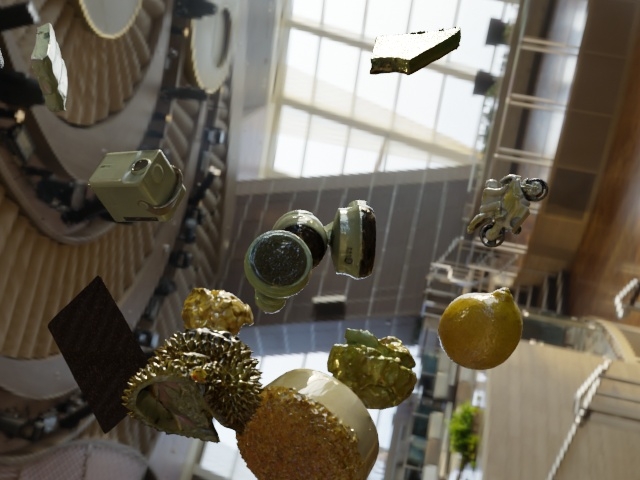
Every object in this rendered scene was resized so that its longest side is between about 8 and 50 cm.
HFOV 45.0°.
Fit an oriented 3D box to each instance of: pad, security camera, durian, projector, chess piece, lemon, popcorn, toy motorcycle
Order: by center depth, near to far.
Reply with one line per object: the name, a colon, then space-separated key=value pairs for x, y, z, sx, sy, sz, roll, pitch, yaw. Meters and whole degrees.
durian: x=-0.170 y=0.189 z=1.089 sx=0.237 sy=0.194 sz=0.137 roll=120 pitch=162 yaw=-60
chess piece: x=-0.102 y=0.095 z=1.649 sx=0.271 sy=0.139 sz=0.139 roll=110 pitch=175 yaw=-62
lemon: x=0.377 y=0.210 z=1.824 sx=0.244 sy=0.187 sz=0.187 roll=-55 pitch=7 yaw=33
popcorn: x=0.126 y=0.314 z=1.864 sx=0.183 sy=0.221 sz=0.204 roll=-67 pitch=23 yaw=-1
popcorn: x=-0.257 y=0.184 z=1.874 sx=0.140 sy=0.163 sz=0.194 roll=49 pitch=-177 yaw=-28
pad: x=-0.533 y=0.277 z=1.887 sx=0.220 sy=0.330 sz=0.004 roll=-40 pitch=-19 yaw=19
toy motorcycle: x=0.473 y=-0.093 z=2.001 sx=0.228 sy=0.151 sz=0.074 roll=-48 pitch=-25 yaw=5
security camera: x=0.000 y=0.000 z=2.017 sx=0.191 sy=0.277 sz=0.197 roll=-91 pitch=4 yaw=-64
projector: x=-0.527 y=-0.159 z=2.269 sx=0.177 sy=0.243 sz=0.163 roll=64 pitch=-143 yaw=-44

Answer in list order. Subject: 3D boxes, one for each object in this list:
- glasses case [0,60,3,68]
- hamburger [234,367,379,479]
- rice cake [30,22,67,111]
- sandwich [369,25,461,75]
glasses case: x=-0.919 y=-0.513 z=2.129 sx=0.191 sy=0.072 sz=0.042 roll=-177 pitch=85 yaw=-71
hamburger: x=-0.031 y=0.384 z=1.456 sx=0.179 sy=0.276 sz=0.294 roll=-40 pitch=-5 yaw=-41
rice cake: x=-0.534 y=-0.348 z=1.528 sx=0.237 sy=0.043 sz=0.127 roll=-119 pitch=16 yaw=-54
sandwich: x=0.263 y=-0.513 z=2.127 sx=0.212 sy=0.245 sz=0.063 roll=-74 pitch=-24 yaw=-53
